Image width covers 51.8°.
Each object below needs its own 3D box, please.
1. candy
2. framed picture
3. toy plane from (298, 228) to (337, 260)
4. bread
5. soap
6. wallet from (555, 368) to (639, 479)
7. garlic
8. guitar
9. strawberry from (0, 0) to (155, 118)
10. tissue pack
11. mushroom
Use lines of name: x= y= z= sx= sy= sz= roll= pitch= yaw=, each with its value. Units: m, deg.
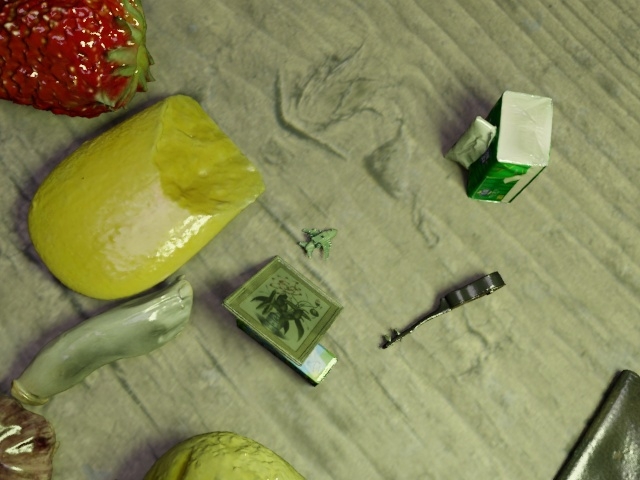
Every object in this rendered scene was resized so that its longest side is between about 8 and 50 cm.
candy: x=-0.064 y=0.184 z=1.208 sx=0.194 sy=0.097 sz=0.062 roll=37 pitch=73 yaw=5
framed picture: x=-0.060 y=0.118 z=1.190 sx=0.173 sy=0.231 sz=0.010 roll=37 pitch=118 yaw=3
toy plane: x=0.000 y=-0.001 z=1.301 sx=0.083 sy=0.033 sz=0.080 roll=-33 pitch=66 yaw=-14
bread: x=-0.167 y=0.462 z=1.015 sx=0.237 sy=0.320 sz=0.321 roll=31 pitch=71 yaw=-25
soap: x=-0.336 y=-0.084 z=1.244 sx=0.427 sy=0.115 sz=0.306 roll=-41 pitch=86 yaw=-15
wallet: x=0.566 y=0.418 z=1.244 sx=0.170 sy=0.044 sz=0.321 roll=37 pitch=77 yaw=5
garlic: x=-0.558 y=0.359 z=1.070 sx=0.244 sy=0.160 sz=0.245 roll=2 pitch=74 yaw=-6
guitar: x=0.231 y=0.134 z=1.276 sx=0.271 sy=0.084 sz=0.038 roll=-27 pitch=75 yaw=-6
strawberry: x=-0.491 y=-0.374 z=1.220 sx=0.343 sy=0.292 sz=0.292 roll=8 pitch=74 yaw=-6
tissue pack: x=0.343 y=-0.180 z=1.300 sx=0.156 sy=0.209 sz=0.148 roll=7 pitch=74 yaw=-2
mushroom: x=-0.381 y=0.177 z=1.172 sx=0.351 sy=0.109 sz=0.097 roll=-28 pitch=46 yaw=-11
